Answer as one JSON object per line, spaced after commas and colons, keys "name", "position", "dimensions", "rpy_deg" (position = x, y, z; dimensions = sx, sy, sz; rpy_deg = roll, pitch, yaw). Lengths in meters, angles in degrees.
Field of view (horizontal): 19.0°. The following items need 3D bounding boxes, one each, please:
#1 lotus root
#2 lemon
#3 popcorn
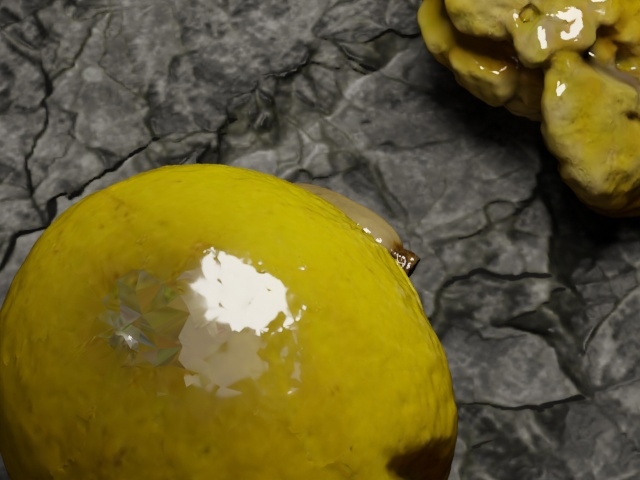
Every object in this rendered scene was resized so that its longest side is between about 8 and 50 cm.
{"name": "lotus root", "position": [0.000, 0.000, 1.376], "dimensions": [0.150, 0.062, 0.073], "rpy_deg": [22, 82, 19]}
{"name": "lemon", "position": [-0.061, 0.097, 1.184], "dimensions": [0.297, 0.297, 0.297], "rpy_deg": [-1, 55, 2]}
{"name": "popcorn", "position": [0.198, -0.182, 1.401], "dimensions": [0.265, 0.225, 0.332], "rpy_deg": [4, 76, 3]}
